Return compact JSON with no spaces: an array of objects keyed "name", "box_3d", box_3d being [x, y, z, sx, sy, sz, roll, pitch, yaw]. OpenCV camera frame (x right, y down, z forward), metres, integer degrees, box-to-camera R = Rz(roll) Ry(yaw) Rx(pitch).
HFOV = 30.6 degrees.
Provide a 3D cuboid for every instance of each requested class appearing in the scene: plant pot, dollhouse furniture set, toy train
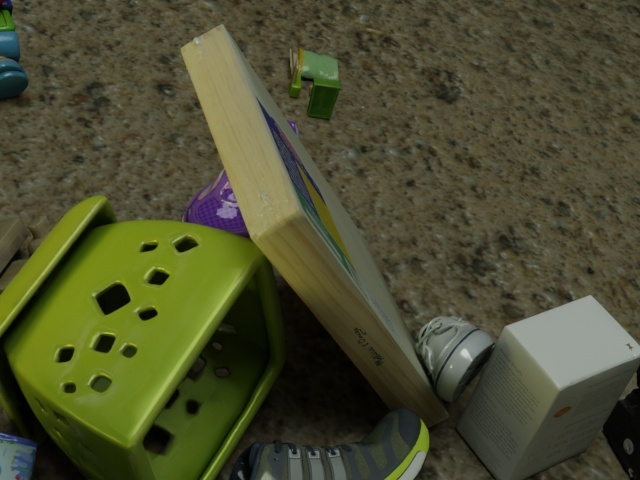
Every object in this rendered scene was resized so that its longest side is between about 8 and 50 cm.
[{"name":"plant pot","box_3d":[-0.180,0.108,1.092,0.207,0.227,0.228,22,60,17]},{"name":"dollhouse furniture set","box_3d":[-0.004,-0.244,1.681,0.076,0.059,0.152,8,42,-10]},{"name":"toy train","box_3d":[-0.505,-0.239,1.492,0.248,0.105,0.143,-12,62,-28]},{"name":"dollhouse furniture set","box_3d":[-0.309,0.060,1.273,0.151,0.123,0.144,-9,34,25]}]

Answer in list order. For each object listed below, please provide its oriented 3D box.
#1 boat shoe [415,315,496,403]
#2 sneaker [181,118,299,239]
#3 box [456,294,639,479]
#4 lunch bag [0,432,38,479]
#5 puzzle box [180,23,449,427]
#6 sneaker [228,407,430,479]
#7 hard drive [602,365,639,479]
[{"name":"boat shoe","box_3d":[0.135,0.120,1.251,0.076,0.083,0.226,35,0,12]},{"name":"sneaker","box_3d":[-0.091,-0.078,1.438,0.095,0.104,0.236,27,43,9]},{"name":"box","box_3d":[0.240,0.160,1.235,0.130,0.170,0.091,-15,50,-32]},{"name":"lunch bag","box_3d":[-0.339,0.232,1.024,0.151,0.096,0.129,17,41,-14]},{"name":"puzzle box","box_3d":[0.000,0.000,1.195,0.052,0.409,0.272,-28,48,6]},{"name":"sneaker","box_3d":[-0.011,0.228,1.101,0.300,0.111,0.121,-31,83,-42]},{"name":"hard drive","box_3d":[0.420,0.244,1.153,0.064,0.237,0.339,-3,44,-21]}]
